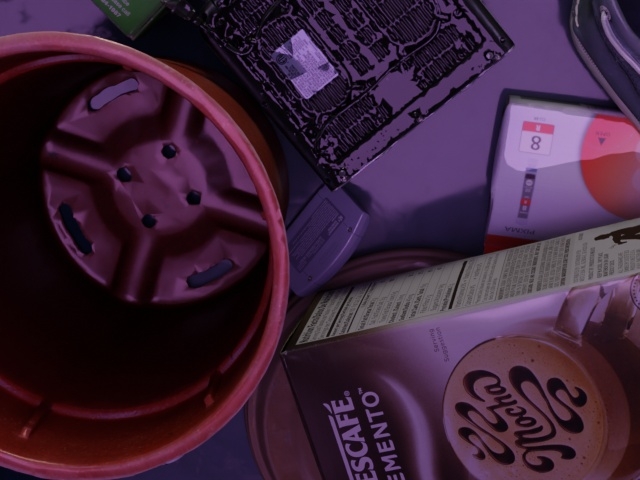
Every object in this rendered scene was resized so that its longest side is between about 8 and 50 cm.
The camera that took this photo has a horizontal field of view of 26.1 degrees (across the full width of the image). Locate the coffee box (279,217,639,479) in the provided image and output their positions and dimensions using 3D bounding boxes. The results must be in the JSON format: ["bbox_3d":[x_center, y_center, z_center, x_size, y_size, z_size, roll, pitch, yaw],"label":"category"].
[{"bbox_3d":[0.143,0.098,0.954,0.297,0.119,0.168,-14,105,17],"label":"coffee box"}]

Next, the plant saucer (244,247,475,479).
[{"bbox_3d":[0.076,0.142,1.073,0.278,0.041,0.278,2,108,5],"label":"plant saucer"}]

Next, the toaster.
[{"bbox_3d":[0.017,-0.154,0.978,0.168,0.110,0.186,-39,99,11],"label":"toaster"}]

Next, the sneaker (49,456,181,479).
[{"bbox_3d":[-0.216,0.096,1.064,0.270,0.145,0.090,31,105,33],"label":"sneaker"}]

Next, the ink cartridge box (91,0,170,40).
[{"bbox_3d":[-0.108,-0.269,0.970,0.208,0.087,0.153,-42,97,13],"label":"ink cartridge box"}]

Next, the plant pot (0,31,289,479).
[{"bbox_3d":[-0.138,-0.014,0.938,0.272,0.265,0.272,1,103,6],"label":"plant pot"}]

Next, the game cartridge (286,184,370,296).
[{"bbox_3d":[0.000,0.000,1.049,0.083,0.056,0.017,-50,139,13],"label":"game cartridge"}]

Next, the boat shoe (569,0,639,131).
[{"bbox_3d":[0.292,-0.074,0.940,0.116,0.099,0.319,-39,79,-4],"label":"boat shoe"}]

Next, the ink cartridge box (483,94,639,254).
[{"bbox_3d":[0.196,-0.012,1.036,0.145,0.045,0.179,7,101,2],"label":"ink cartridge box"}]
